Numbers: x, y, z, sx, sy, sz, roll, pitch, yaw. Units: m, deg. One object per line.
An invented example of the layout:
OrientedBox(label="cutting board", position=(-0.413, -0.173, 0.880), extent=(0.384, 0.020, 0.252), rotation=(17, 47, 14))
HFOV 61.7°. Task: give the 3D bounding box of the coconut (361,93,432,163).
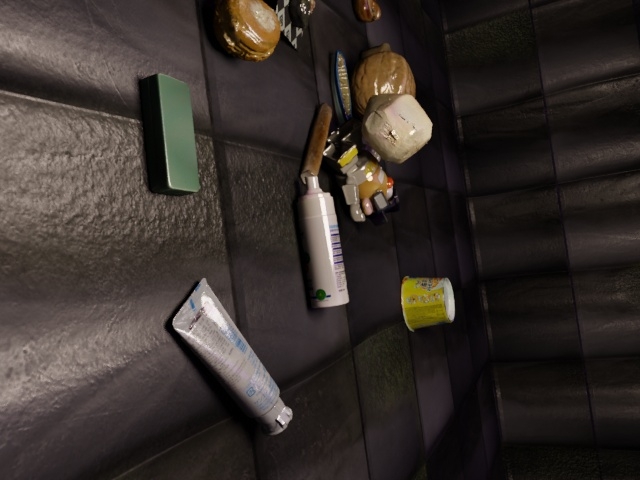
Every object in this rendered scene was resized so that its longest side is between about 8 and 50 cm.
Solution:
OrientedBox(label="coconut", position=(0.183, -0.292, 1.350), extent=(0.183, 0.171, 0.171), rotation=(50, 29, 1))

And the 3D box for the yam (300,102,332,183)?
OrientedBox(label="yam", position=(-0.007, -0.252, 1.358), extent=(0.046, 0.046, 0.264), rotation=(54, 38, -44))

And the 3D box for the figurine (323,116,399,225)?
OrientedBox(label="figurine", position=(0.114, -0.174, 1.473), extent=(0.308, 0.143, 0.308), rotation=(-8, 100, -50))

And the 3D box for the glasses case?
OrientedBox(label="glasses case", position=(-0.240, -0.166, 0.857), extent=(0.078, 0.039, 0.184), rotation=(1, 81, -64))

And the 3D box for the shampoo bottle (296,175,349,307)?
OrientedBox(label="shampoo bottle", position=(0.000, 0.000, 1.242), extent=(0.092, 0.092, 0.303), rotation=(-11, 92, -64))

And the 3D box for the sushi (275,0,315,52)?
OrientedBox(label="sushi", position=(-0.037, -0.581, 1.258), extent=(0.231, 0.047, 0.219), rotation=(-14, 114, -78))

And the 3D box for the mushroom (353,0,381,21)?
OrientedBox(label="mushroom", position=(0.160, -0.804, 1.826), extent=(0.127, 0.087, 0.127), rotation=(-5, 90, -67))

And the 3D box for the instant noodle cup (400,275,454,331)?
OrientedBox(label="instant noodle cup", position=(0.384, 0.220, 1.899), extent=(0.205, 0.153, 0.205), rotation=(26, 60, -58))

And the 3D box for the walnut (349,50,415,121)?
OrientedBox(label="walnut", position=(0.189, -0.460, 1.650), extent=(0.228, 0.228, 0.228), rotation=(30, 55, -58))

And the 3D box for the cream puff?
OrientedBox(label="cream puff", position=(-0.148, -0.412, 1.046), extent=(0.144, 0.103, 0.126), rotation=(5, 70, -48))

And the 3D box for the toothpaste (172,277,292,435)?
OrientedBox(label="toothpaste", position=(-0.146, 0.211, 0.913), extent=(0.299, 0.073, 0.114), rotation=(60, 33, -23))

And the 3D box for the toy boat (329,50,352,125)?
OrientedBox(label="toy boat", position=(0.059, -0.432, 1.549), extent=(0.080, 0.046, 0.229), rotation=(6, 77, -65))

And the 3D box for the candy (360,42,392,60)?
OrientedBox(label="candy", position=(0.211, -0.547, 1.835), extent=(0.102, 0.104, 0.234), rotation=(-51, 127, -51))
